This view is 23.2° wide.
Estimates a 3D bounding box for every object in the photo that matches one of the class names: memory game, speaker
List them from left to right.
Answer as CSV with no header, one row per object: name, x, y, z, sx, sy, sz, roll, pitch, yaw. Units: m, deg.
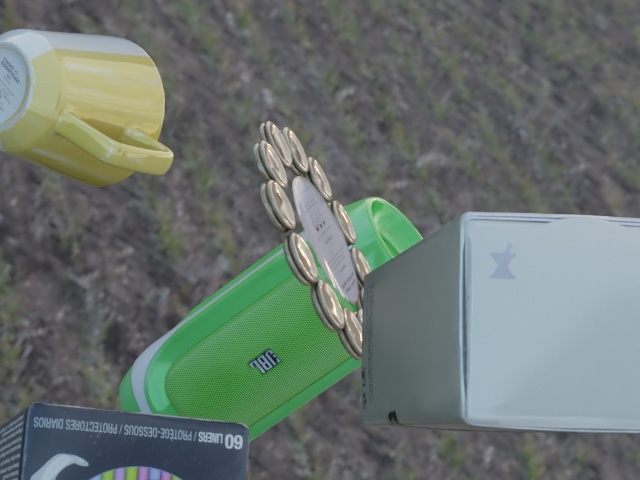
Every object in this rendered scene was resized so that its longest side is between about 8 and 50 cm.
speaker,-0.038,0.086,1.393,0.131,0.296,0.131,45,22,-23
memory game,0.000,0.000,1.093,0.186,0.012,0.186,58,15,-26

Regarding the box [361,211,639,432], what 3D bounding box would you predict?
box,0.094,0.050,0.788,0.113,0.094,0.275,2,-7,-6

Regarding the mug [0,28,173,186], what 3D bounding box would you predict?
mug,-0.099,-0.056,0.610,0.064,0.078,0.062,10,80,-58

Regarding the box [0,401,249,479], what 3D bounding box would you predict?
box,-0.153,0.262,1.099,0.165,0.143,0.270,7,75,-20
